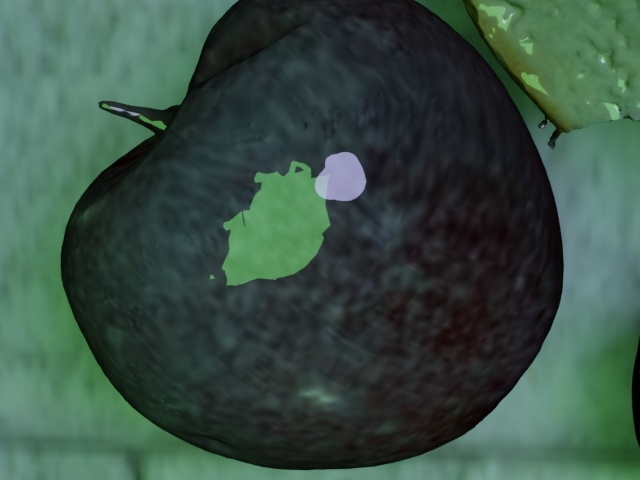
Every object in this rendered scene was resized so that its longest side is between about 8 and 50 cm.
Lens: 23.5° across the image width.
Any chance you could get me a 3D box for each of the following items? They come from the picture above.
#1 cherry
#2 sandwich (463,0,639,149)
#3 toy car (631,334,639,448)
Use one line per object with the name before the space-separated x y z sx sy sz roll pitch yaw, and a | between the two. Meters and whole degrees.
cherry | -0.001 0.004 0.524 0.176 0.140 0.176 -2 104 -6
sandwich | 0.176 -0.067 0.451 0.288 0.099 0.254 57 143 -4
toy car | 0.211 0.036 0.528 0.209 0.108 0.089 -12 101 12
